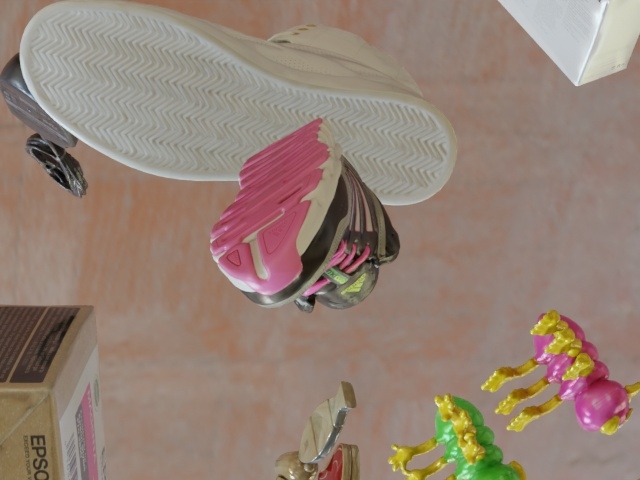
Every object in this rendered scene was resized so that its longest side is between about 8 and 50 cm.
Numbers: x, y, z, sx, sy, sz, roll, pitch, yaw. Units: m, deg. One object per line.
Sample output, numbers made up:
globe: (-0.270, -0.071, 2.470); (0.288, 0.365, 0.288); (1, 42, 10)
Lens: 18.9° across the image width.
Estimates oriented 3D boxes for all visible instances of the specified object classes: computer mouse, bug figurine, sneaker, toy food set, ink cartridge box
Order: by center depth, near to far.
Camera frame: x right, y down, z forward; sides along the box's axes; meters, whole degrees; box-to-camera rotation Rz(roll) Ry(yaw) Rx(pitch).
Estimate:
sneaker: (0.000, 0.000, 0.835); (0.063, 0.170, 0.075); (-34, 102, 11)
toy food set: (-0.002, 0.139, 1.053); (0.019, 0.078, 0.122); (11, 142, -23)
bug figurine: (0.162, 0.165, 1.252); (0.072, 0.216, 0.279); (-14, 156, -40)
sneaker: (-0.059, -0.103, 1.320); (0.292, 0.169, 0.108); (16, 105, -8)
ink cartridge box: (-0.217, 0.185, 1.450); (0.088, 0.193, 0.235); (-2, 107, 4)
computer mouse: (-0.210, -0.092, 1.535); (0.071, 0.242, 0.041); (33, 75, 8)

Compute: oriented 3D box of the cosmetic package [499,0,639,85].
cosmetic package: (0.176, -0.246, 1.588); (0.060, 0.239, 0.099); (-21, 147, -26)
